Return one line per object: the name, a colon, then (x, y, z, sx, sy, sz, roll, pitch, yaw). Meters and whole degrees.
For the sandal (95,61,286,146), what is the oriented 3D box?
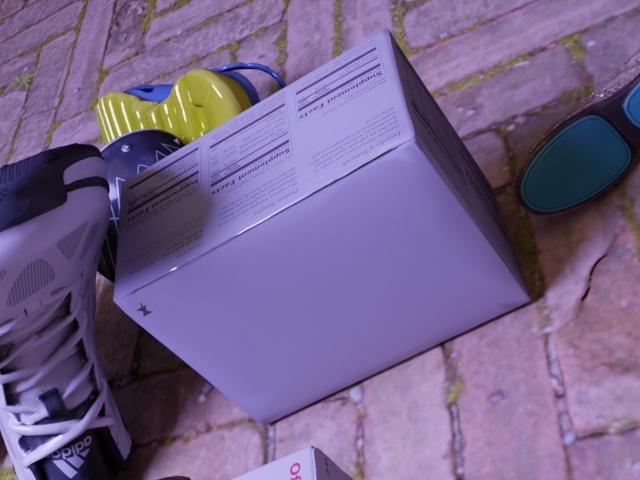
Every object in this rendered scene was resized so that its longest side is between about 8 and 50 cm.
sandal: (-0.148, -0.137, 1.133, 0.138, 0.126, 0.317, -25, 17, -39)

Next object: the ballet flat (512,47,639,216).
ballet flat: (0.239, -0.095, 0.806, 0.206, 0.073, 0.067, -38, 12, 1)

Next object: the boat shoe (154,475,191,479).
boat shoe: (-0.249, 0.296, 0.790, 0.342, 0.123, 0.123, -19, 81, 6)

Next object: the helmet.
helmet: (-0.179, -0.030, 0.996, 0.169, 0.169, 0.161, -53, 27, -13)

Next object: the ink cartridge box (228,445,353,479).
ink cartridge box: (-0.038, 0.187, 0.572, 0.122, 0.052, 0.088, -28, 40, 21)

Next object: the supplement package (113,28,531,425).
supplement package: (0.000, 0.000, 0.794, 0.262, 0.204, 0.145, -27, 40, 18)

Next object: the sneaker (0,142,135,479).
sneaker: (-0.214, 0.089, 0.813, 0.169, 0.257, 0.447, -24, -4, -19)
